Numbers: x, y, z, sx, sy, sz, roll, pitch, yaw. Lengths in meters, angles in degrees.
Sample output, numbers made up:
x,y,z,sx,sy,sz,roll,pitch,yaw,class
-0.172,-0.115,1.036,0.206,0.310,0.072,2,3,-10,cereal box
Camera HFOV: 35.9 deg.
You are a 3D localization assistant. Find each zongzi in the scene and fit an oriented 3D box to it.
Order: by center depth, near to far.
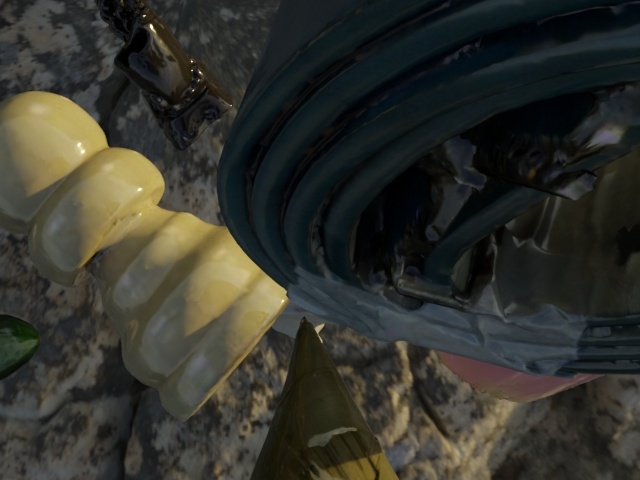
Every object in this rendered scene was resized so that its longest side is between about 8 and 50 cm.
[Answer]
x,y,z,sx,sy,sz,roll,pitch,yaw,class
-0.093,0.325,0.986,0.447,0.181,0.418,-19,70,-26,zongzi

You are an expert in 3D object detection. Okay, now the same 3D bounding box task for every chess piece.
x,y,z,sx,sy,sz,roll,pitch,yaw,class
-0.174,-0.001,0.845,0.299,0.167,0.167,40,96,1,chess piece

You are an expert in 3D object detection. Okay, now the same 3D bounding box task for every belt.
x,y,z,sx,sy,sz,roll,pitch,yaw,class
0.125,-0.057,0.456,0.300,0.436,0.173,24,70,-15,belt

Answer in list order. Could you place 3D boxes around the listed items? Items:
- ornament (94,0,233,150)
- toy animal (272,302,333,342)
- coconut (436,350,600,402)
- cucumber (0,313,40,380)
x,y,z,sx,sy,sz,roll,pitch,yaw,class
-0.240,-0.272,1.304,0.106,0.251,0.260,-37,123,-2,ornament
0.010,0.012,1.434,0.138,0.140,0.283,27,61,-7,toy animal
0.244,0.032,1.004,0.245,0.233,0.233,-30,109,37,coconut
-0.292,0.091,0.529,0.284,0.056,0.056,-16,106,-14,cucumber
